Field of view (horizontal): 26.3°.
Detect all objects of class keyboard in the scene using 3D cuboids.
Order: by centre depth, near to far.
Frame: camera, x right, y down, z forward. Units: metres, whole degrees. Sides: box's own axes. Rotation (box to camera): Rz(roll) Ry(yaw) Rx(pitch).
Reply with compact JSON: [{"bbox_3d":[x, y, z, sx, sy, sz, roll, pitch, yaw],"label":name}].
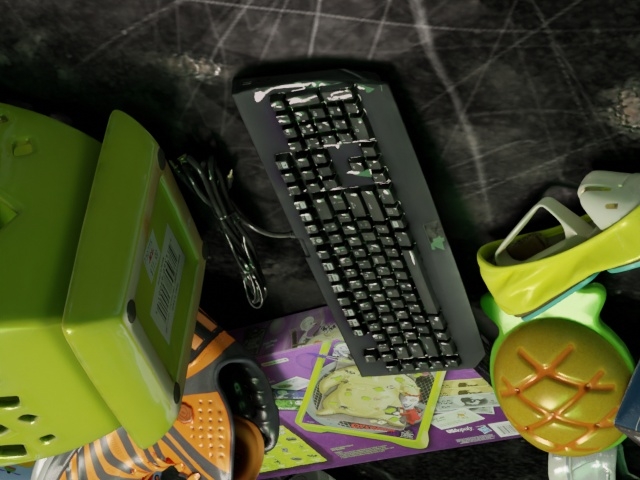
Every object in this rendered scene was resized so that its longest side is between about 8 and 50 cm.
[{"bbox_3d":[0.000,0.000,1.073,0.202,0.033,0.317,-3,133,24],"label":"keyboard"}]

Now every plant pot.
[{"bbox_3d":[-0.212,0.035,1.062,0.207,0.228,0.227,-1,145,12],"label":"plant pot"}]

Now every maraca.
[{"bbox_3d":[0.200,0.102,1.144,0.127,0.099,0.185,-8,115,23],"label":"maraca"}]

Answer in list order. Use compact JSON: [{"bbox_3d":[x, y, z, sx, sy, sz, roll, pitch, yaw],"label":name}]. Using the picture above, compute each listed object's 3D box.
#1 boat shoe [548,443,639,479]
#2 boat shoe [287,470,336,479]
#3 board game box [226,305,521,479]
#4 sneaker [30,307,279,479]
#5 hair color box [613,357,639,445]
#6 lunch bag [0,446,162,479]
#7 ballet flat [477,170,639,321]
[{"bbox_3d":[0.287,0.263,1.354,0.081,0.079,0.227,-1,140,26],"label":"boat shoe"},{"bbox_3d":[-0.044,0.361,1.569,0.103,0.118,0.320,28,136,-14],"label":"boat shoe"},{"bbox_3d":[0.011,0.144,1.303,0.347,0.056,0.208,-15,141,34],"label":"board game box"},{"bbox_3d":[-0.152,0.201,1.258,0.180,0.124,0.321,32,126,12],"label":"sneaker"},{"bbox_3d":[0.412,0.165,1.022,0.174,0.105,0.347,34,167,-35],"label":"hair color box"},{"bbox_3d":[-0.335,0.274,1.438,0.293,0.221,0.138,25,144,-18],"label":"lunch bag"},{"bbox_3d":[0.201,-0.008,1.010,0.077,0.077,0.231,52,137,-6],"label":"ballet flat"}]
